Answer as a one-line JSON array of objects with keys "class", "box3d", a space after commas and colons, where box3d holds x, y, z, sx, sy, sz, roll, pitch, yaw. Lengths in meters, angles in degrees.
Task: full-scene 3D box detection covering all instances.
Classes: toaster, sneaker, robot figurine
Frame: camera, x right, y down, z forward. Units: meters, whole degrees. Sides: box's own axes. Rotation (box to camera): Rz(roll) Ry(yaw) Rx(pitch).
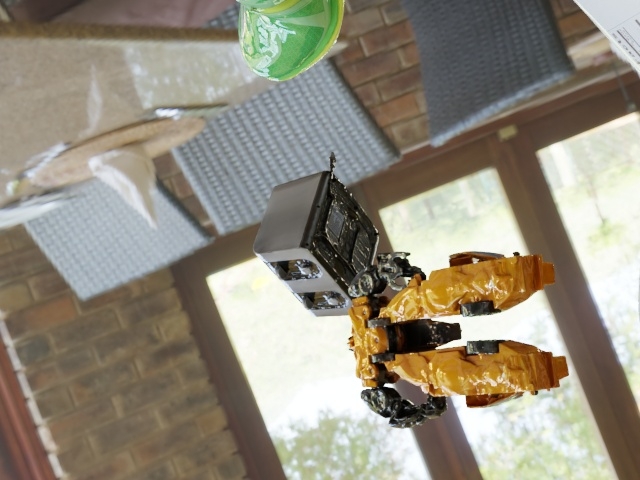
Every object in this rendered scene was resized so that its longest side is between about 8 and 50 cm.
[{"class": "toaster", "box3d": [0.000, 0.000, 1.332, 0.110, 0.168, 0.185, -11, -134, 32]}, {"class": "sneaker", "box3d": [-0.039, -0.222, 0.676, 0.123, 0.109, 0.295, -24, 163, -20]}, {"class": "robot figurine", "box3d": [0.139, 0.108, 1.028, 0.085, 0.211, 0.291, 0, 171, -37]}]

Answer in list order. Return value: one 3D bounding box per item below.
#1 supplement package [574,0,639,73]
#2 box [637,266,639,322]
[{"class": "supplement package", "box3d": [0.244, -0.144, 0.431, 0.139, 0.134, 0.244, -43, -178, 1]}, {"class": "box", "box3d": [0.424, -0.047, 0.833, 0.311, 0.121, 0.148, -56, 150, -11]}]
